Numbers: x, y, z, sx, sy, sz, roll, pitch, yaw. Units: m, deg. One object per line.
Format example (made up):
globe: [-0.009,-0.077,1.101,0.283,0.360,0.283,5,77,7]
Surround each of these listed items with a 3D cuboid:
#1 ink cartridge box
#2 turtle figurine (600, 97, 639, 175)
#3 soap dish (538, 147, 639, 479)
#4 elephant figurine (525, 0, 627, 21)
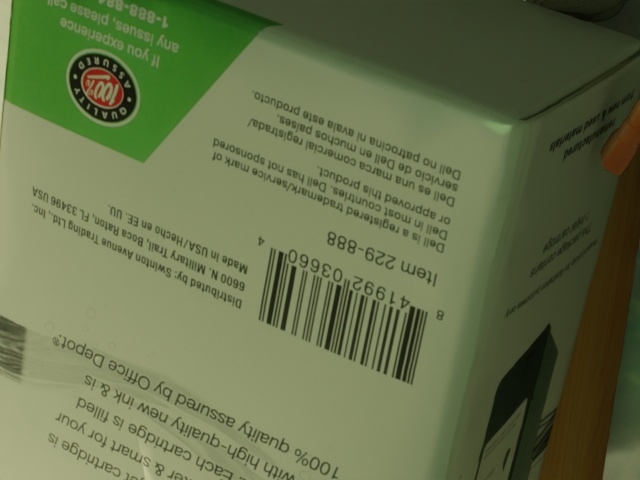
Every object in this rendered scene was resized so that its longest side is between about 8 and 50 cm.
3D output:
ink cartridge box: [-0.018,0.036,0.694,0.211,0.121,0.289,23,119,23]
turtle figurine: [0.239,-0.081,0.582,0.217,0.087,0.269,40,104,4]
soap dish: [0.000,0.000,0.829,0.291,0.118,0.229,15,108,26]
elephant figurine: [0.076,-0.220,0.736,0.169,0.186,0.239,21,103,62]
